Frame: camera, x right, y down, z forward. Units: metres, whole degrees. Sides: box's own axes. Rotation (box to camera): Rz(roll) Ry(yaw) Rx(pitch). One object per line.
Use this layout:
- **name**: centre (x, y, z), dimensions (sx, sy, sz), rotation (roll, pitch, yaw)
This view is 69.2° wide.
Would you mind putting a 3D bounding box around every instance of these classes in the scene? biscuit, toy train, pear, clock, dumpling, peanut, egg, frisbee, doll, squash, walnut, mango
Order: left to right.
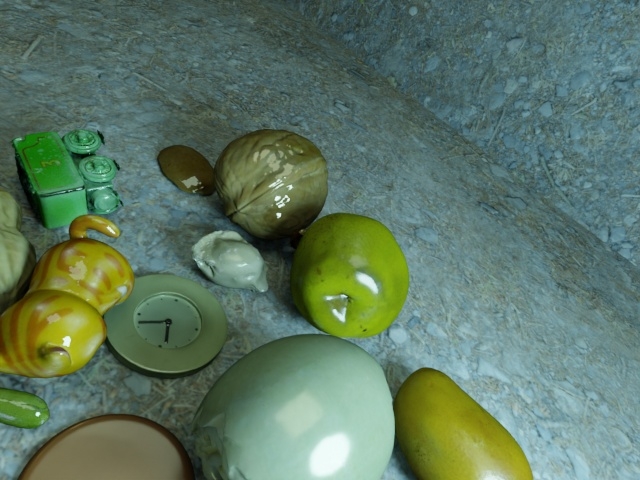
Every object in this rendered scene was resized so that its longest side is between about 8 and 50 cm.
- **peanut**: centre (-0.585, 0.017, 0.807), dimensions (0.152, 0.152, 0.313), rotation (-3, 43, -35)
- **squash**: centre (-0.495, 0.238, 0.683), dimensions (0.183, 0.052, 0.052), rotation (16, 38, -10)
- **doll**: centre (-0.421, 0.109, 0.775), dimensions (0.166, 0.162, 0.270), rotation (-14, 44, 9)
- **toy train**: centre (-0.561, -0.146, 1.036), dimensions (0.188, 0.132, 0.243), rotation (-17, 55, -34)
- **frisbee**: centre (-0.305, 0.368, 0.671), dimensions (0.251, 0.021, 0.251), rotation (16, 39, -14)
- **clock**: centre (-0.301, 0.163, 0.913), dimensions (0.235, 0.029, 0.235), rotation (18, 39, -15)
- **dumpling**: centre (-0.196, 0.045, 1.052), dimensions (0.199, 0.118, 0.136), rotation (37, 33, -26)
- **walnut**: centre (-0.125, -0.144, 1.196), dimensions (0.252, 0.277, 0.313), rotation (9, 33, 29)
- **egg**: centre (-0.022, 0.288, 0.730), dimensions (0.336, 0.278, 0.278), rotation (-17, 55, -40)
- **biscuit**: centre (-0.001, 0.005, 1.210), dimensions (0.206, 0.126, 0.025), rotation (9, 65, -38)
- **pear**: centre (0.065, 0.079, 1.049), dimensions (0.294, 0.294, 0.294), rotation (17, 38, -14)
- **mango**: centre (0.256, 0.384, 0.884), dimensions (0.211, 0.173, 0.317), rotation (-1, 39, -34)

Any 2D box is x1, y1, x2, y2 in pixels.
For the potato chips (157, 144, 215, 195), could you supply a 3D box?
- **potato chips**: centre (-0.364, -0.204, 1.293), dimensions (0.150, 0.049, 0.202), rotation (-10, 57, -33)
